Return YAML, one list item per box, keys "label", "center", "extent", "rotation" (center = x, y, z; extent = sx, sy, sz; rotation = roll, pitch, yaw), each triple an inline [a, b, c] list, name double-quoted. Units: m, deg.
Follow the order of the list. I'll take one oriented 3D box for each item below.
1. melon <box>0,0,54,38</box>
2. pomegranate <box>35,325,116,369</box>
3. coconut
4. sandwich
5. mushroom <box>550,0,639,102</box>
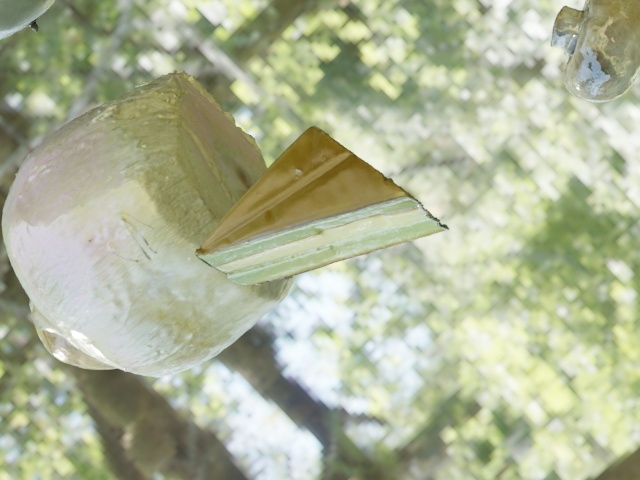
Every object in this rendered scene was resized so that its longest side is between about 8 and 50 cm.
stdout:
- label: "melon"
  center: [-0.468, -0.406, 2.402]
  extent: [0.330, 0.268, 0.268]
  rotation: [60, -174, -29]
- label: "pomegranate"
  center: [-0.335, 0.090, 2.808]
  extent: [0.215, 0.215, 0.215]
  rotation: [42, -166, -13]
- label: "coconut"
  center: [-0.253, 0.002, 2.507]
  extent: [0.404, 0.404, 0.404]
  rotation: [42, -166, -13]
- label: "sandwich"
  center: [0.000, 0.000, 1.783]
  extent: [0.144, 0.187, 0.117]
  rotation: [44, -176, 32]
- label: "mushroom"
  center: [0.367, -0.265, 2.396]
  extent: [0.127, 0.166, 0.166]
  rotation: [24, -167, 6]
